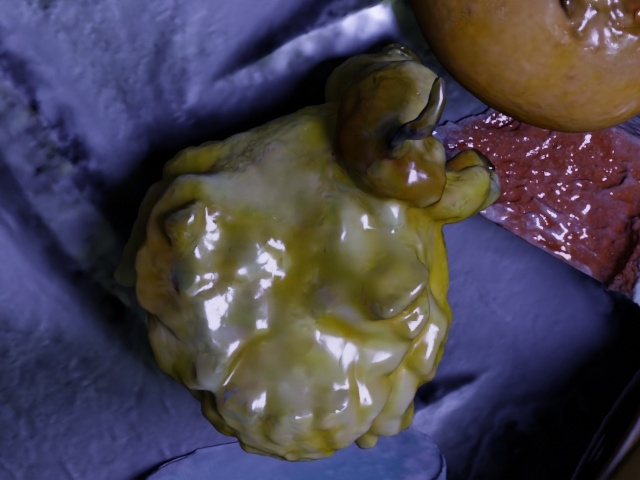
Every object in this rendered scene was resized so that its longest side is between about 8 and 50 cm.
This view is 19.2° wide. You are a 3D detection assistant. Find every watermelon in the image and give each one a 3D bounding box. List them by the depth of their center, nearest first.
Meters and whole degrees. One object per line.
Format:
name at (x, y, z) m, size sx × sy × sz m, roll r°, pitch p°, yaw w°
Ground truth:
watermelon at (0.139, -0.032, 1.020) m, size 0.098 × 0.158 × 0.121 m, roll -65°, pitch 164°, yaw 4°

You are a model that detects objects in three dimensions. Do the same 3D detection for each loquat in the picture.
loquat at (0.113, -0.121, 0.903) m, size 0.141 × 0.141 × 0.141 m, roll -9°, pitch 121°, yaw -15°

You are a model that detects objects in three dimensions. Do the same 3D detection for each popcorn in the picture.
popcorn at (0.004, 0.009, 0.916) m, size 0.195 × 0.168 × 0.173 m, roll -36°, pitch 158°, yaw 8°

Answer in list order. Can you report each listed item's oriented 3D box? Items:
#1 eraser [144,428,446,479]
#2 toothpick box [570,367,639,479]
eraser at (-0.014, 0.226, 1.086) m, size 0.174 × 0.081 × 0.227 m, roll -10°, pitch 122°, yaw -14°
toothpick box at (0.330, 0.190, 0.997) m, size 0.425 × 0.409 × 0.409 m, roll -33°, pitch 124°, yaw 7°
